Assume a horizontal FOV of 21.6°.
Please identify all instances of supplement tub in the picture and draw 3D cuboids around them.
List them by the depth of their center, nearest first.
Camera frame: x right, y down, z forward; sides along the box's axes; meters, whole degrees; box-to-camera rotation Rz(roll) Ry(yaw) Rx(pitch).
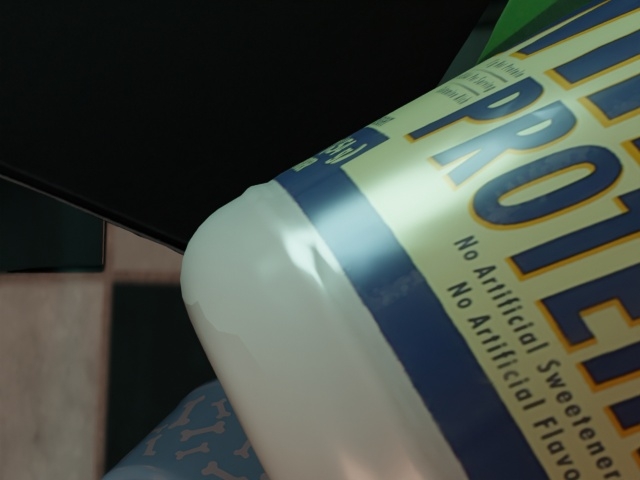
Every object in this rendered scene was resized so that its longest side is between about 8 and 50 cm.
[{"bbox_3d":[0.153,0.025,0.447,0.324,0.235,0.235,-29,62,-4],"label":"supplement tub"}]

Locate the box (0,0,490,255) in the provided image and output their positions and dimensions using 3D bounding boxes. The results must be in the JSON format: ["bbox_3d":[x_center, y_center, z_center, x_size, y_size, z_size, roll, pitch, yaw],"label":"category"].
[{"bbox_3d":[-0.160,-0.185,0.769,0.395,0.293,0.212,37,97,37],"label":"box"}]

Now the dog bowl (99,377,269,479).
[{"bbox_3d":[-0.061,0.200,0.823,0.166,0.074,0.297,42,132,21],"label":"dog bowl"}]

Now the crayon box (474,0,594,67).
[{"bbox_3d":[0.188,-0.128,0.605,0.081,0.202,0.319,41,112,36],"label":"crayon box"}]
